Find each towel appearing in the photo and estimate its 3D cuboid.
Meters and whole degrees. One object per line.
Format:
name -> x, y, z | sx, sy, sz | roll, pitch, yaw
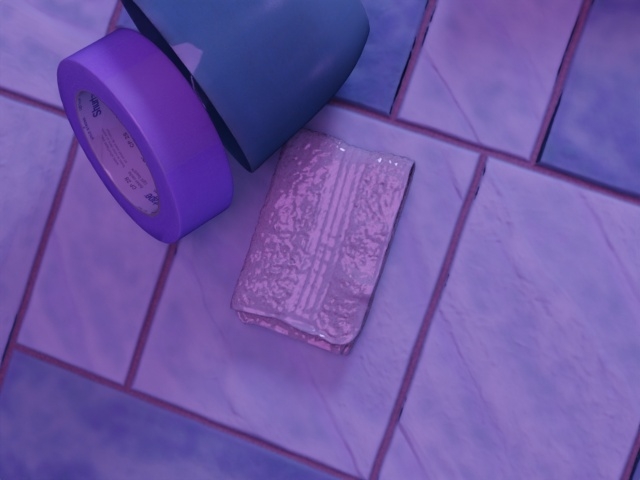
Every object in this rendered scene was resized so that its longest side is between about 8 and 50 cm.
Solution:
towel -> 0.000, 0.000, 1.782 | 0.187, 0.049, 0.282 | 18, 94, 13

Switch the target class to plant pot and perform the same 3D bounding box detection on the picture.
plant pot -> -0.080, -0.271, 1.690 | 0.235, 0.293, 0.293 | -36, 82, -5

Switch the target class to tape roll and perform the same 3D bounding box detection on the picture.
tape roll -> -0.229, -0.134, 1.721 | 0.090, 0.275, 0.275 | -33, 81, -21
